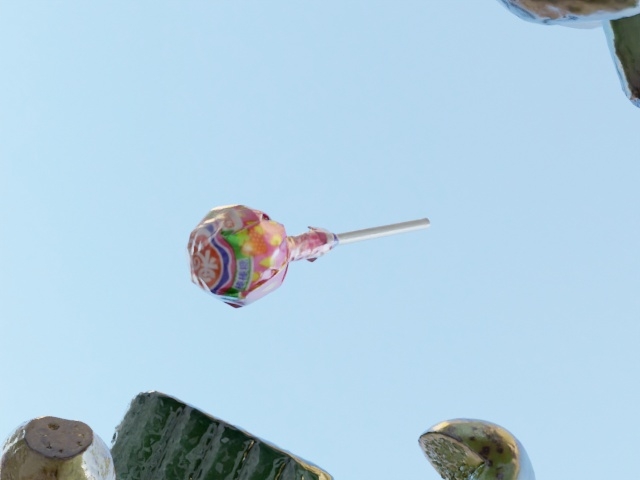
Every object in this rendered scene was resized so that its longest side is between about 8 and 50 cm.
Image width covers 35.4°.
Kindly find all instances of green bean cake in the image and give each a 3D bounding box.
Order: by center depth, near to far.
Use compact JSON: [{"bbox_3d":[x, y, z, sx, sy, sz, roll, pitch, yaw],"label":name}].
[{"bbox_3d":[-0.147,0.356,1.394,0.307,0.169,0.300,24,-23,4],"label":"green bean cake"}]

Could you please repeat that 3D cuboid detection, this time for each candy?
[{"bbox_3d":[0.000,0.000,1.260,0.124,0.365,0.124,19,-66,50],"label":"candy"}]

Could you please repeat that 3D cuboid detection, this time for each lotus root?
[{"bbox_3d":[-0.220,0.223,0.817,0.110,0.097,0.258,17,-40,1],"label":"lotus root"}]

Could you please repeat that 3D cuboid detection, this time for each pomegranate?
[{"bbox_3d":[0.177,0.278,1.100,0.143,0.122,0.169,115,-27,-48],"label":"pomegranate"}]

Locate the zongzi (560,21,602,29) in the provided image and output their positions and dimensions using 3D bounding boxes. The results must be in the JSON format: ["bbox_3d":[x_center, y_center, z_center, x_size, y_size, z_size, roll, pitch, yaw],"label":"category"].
[{"bbox_3d":[0.278,-0.292,1.017,0.228,0.256,0.115,-131,-145,-53],"label":"zongzi"}]

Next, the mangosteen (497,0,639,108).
[{"bbox_3d":[0.170,-0.234,0.443,0.300,0.300,0.300,12,-65,27],"label":"mangosteen"}]
